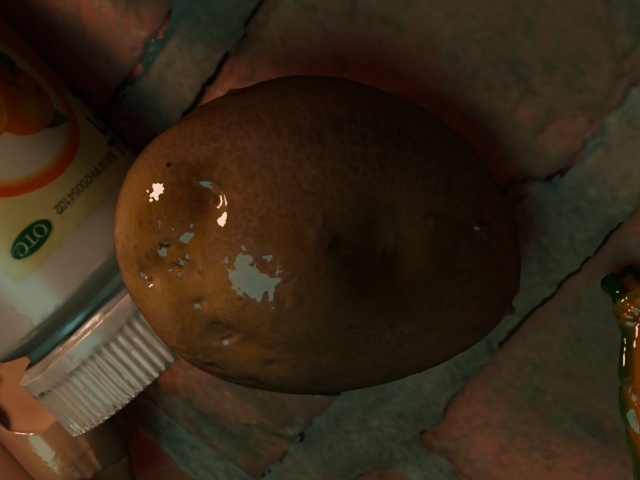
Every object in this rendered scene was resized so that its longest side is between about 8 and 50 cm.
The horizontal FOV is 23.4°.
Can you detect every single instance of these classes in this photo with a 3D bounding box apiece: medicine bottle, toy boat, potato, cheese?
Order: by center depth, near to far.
[{"bbox_3d":[0.000,0.000,0.886,0.235,0.160,0.178,17,131,-10],"label":"potato"},{"bbox_3d":[0.218,0.121,0.922,0.088,0.089,0.229,32,146,59],"label":"toy boat"},{"bbox_3d":[-0.212,-0.040,0.978,0.318,0.158,0.158,45,132,-9],"label":"medicine bottle"},{"bbox_3d":[-0.192,0.178,1.167,0.163,0.082,0.286,39,154,32],"label":"cheese"}]
